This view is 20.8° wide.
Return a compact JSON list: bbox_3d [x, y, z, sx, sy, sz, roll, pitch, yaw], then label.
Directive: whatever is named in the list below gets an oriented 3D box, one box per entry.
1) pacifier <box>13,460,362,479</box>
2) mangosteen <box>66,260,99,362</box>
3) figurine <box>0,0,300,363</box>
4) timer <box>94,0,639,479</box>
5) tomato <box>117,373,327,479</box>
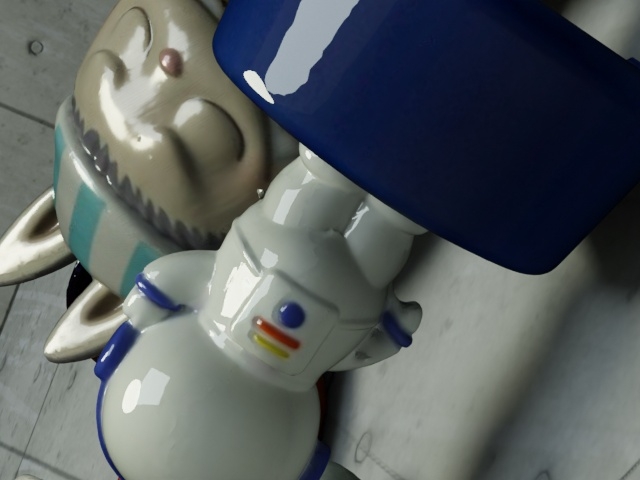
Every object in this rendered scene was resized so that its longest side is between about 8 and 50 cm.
[{"bbox_3d":[-0.086,0.257,1.128,0.332,0.220,0.273,27,93,48],"label":"pacifier"},{"bbox_3d":[-0.130,0.075,1.556,0.194,0.194,0.231,-174,78,-71],"label":"mangosteen"},{"bbox_3d":[-0.122,-0.092,1.384,0.377,0.266,0.361,-26,16,9],"label":"figurine"},{"bbox_3d":[0.000,0.000,1.029,0.384,0.270,0.270,-55,20,10],"label":"timer"},{"bbox_3d":[-0.068,0.164,1.384,0.228,0.101,0.228,-47,23,28],"label":"tomato"}]
